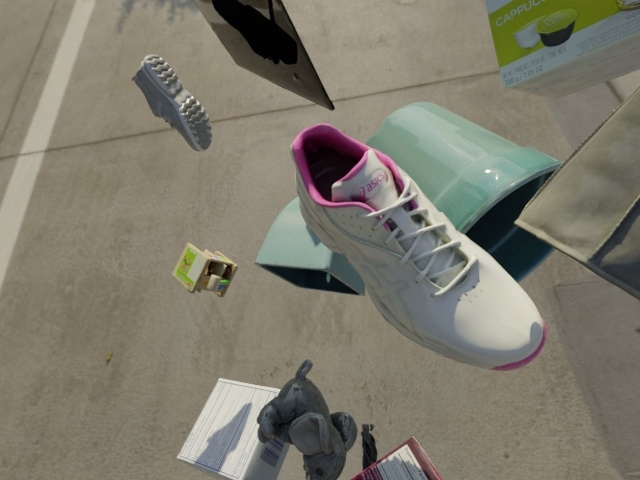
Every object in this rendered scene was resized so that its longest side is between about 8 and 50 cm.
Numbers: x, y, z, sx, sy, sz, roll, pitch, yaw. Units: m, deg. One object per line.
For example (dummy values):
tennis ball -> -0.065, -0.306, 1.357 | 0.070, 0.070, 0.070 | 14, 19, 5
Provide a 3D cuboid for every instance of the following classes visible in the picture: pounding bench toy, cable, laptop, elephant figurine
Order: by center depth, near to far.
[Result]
pounding bench toy -> -0.147, 0.049, 0.554 | 0.083, 0.065, 0.052 | 29, 93, 36
laptop -> -0.103, -0.522, 0.761 | 0.236, 0.408, 0.382 | -4, 33, -47
elephant figurine -> -0.004, 0.414, 0.839 | 0.239, 0.186, 0.169 | 26, 37, 35
cable -> 0.144, 0.635, 1.176 | 0.047, 0.150, 0.184 | -2, 69, 8

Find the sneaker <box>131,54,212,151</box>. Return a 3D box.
sneaker -> -0.418, -0.374, 1.151 | 0.115, 0.281, 0.105 | -21, 19, 32

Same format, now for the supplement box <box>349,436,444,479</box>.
supplement box -> 0.078, 0.355, 0.508 | 0.188, 0.104, 0.081 | -33, 28, -4

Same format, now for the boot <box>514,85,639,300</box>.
boot -> 0.255, -0.051, 0.241 | 0.208, 0.076, 0.189 | -55, 40, 7

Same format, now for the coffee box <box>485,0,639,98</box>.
coffee box -> 0.572, -0.525, 0.824 | 0.338, 0.338, 0.334 | -13, 91, -41

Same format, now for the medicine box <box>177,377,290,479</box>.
medicine box -> -0.246, 0.598, 1.250 | 0.289, 0.149, 0.263 | -6, 43, 36

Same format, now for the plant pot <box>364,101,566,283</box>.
plant pot -> 0.261, -0.090, 0.810 | 0.341, 0.341, 0.334 | -28, 50, -9

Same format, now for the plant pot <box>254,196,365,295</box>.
plant pot -> 0.000, 0.000, 1.193 | 0.248, 0.247, 0.252 | 2, 69, 33

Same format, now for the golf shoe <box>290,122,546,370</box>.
golf shoe -> 0.072, -0.001, 0.387 | 0.115, 0.140, 0.306 | -44, 62, -9
